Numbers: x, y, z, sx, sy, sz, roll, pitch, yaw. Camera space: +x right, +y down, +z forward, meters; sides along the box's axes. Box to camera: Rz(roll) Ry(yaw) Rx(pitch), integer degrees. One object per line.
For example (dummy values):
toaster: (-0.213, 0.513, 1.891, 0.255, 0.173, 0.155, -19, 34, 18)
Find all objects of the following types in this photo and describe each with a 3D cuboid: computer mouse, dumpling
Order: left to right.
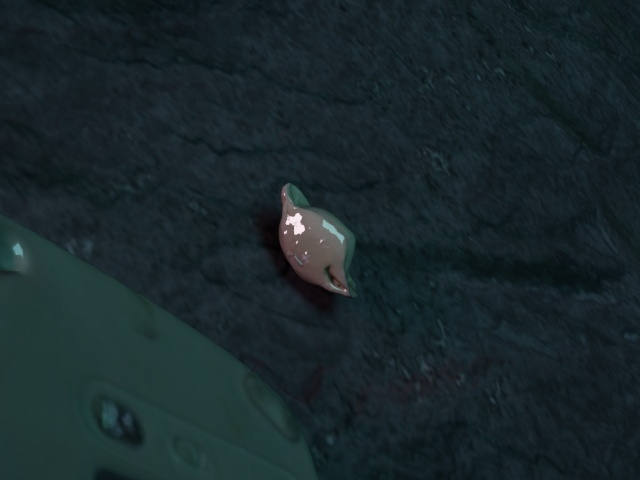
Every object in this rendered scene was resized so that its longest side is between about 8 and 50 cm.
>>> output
computer mouse: (-0.115, 0.094, 0.575, 0.331, 0.095, 0.197, 37, 35, -42)
dumpling: (0.000, 0.001, 0.869, 0.077, 0.043, 0.059, 36, 15, 0)
